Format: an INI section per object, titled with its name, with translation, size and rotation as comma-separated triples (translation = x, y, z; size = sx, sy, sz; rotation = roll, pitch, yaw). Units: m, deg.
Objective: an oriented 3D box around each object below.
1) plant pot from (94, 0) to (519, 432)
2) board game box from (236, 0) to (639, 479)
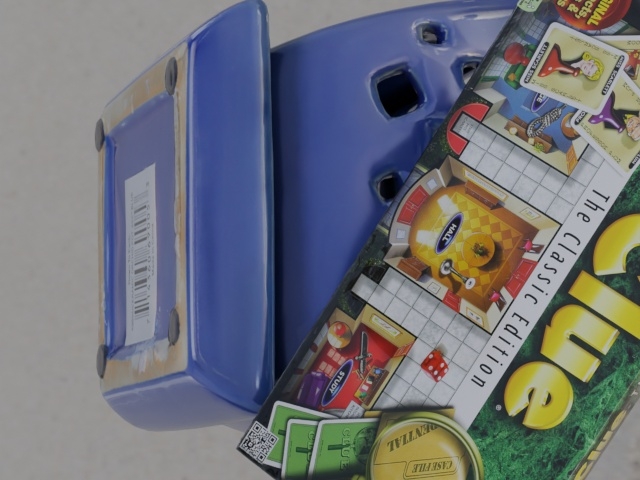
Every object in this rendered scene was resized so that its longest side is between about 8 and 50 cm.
[plant pot]
translation = 0.000, 0.000, 0.932
size = 0.236, 0.212, 0.235
rotation = 161, 110, -66
[board game box]
translation = 0.085, 0.019, 0.730
size = 0.136, 0.030, 0.259
rotation = 34, 95, 23
